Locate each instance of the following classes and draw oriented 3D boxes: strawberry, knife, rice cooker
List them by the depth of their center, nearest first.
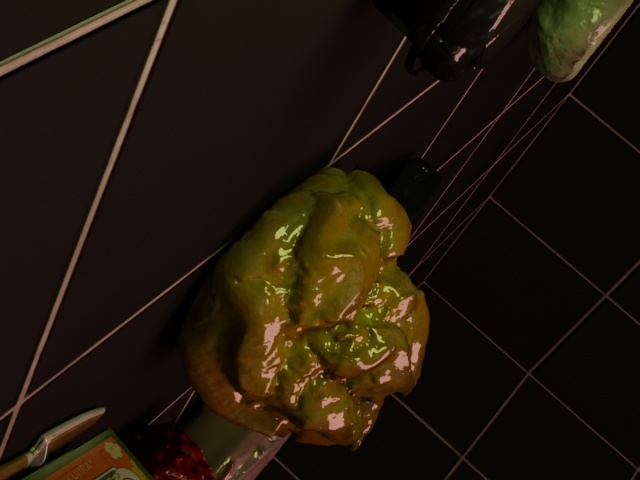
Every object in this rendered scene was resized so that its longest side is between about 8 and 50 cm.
[{"bbox_3d":[0.133,-0.229,0.967,0.203,0.118,0.142,-49,172,-4],"label":"rice cooker"},{"bbox_3d":[-0.285,0.214,1.157,0.046,0.022,0.256,-56,170,17],"label":"knife"},{"bbox_3d":[-0.204,0.381,1.538,0.205,0.244,0.205,-45,172,-8],"label":"strawberry"}]

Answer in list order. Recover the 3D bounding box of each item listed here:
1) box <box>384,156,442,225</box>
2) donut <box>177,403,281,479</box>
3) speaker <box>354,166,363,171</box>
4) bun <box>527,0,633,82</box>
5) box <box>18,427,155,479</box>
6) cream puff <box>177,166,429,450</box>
[{"bbox_3d":[0.066,0.011,1.735,0.289,0.073,0.290,-51,179,23],"label":"box"},{"bbox_3d":[-0.205,0.399,1.945,0.382,0.142,0.382,-46,172,-9],"label":"donut"},{"bbox_3d":[0.000,0.000,1.542,0.218,0.044,0.082,-49,171,4],"label":"speaker"},{"bbox_3d":[0.383,-0.337,1.722,0.195,0.118,0.195,-50,177,-3],"label":"bun"},{"bbox_3d":[-0.283,0.325,1.213,0.177,0.148,0.195,-46,172,21],"label":"box"},{"bbox_3d":[0.007,0.094,1.326,0.324,0.257,0.291,-49,175,0],"label":"cream puff"}]
